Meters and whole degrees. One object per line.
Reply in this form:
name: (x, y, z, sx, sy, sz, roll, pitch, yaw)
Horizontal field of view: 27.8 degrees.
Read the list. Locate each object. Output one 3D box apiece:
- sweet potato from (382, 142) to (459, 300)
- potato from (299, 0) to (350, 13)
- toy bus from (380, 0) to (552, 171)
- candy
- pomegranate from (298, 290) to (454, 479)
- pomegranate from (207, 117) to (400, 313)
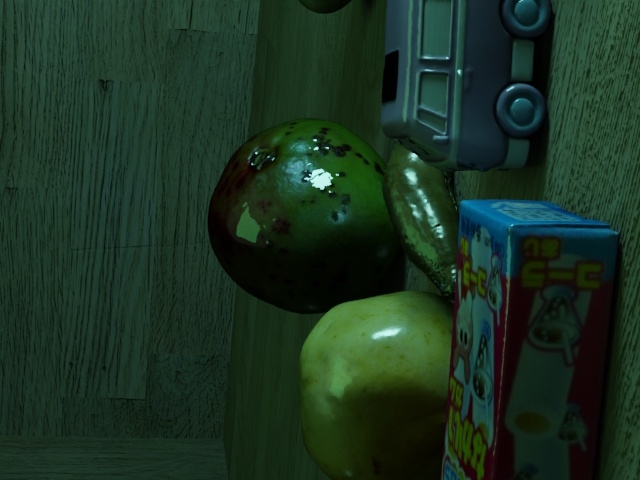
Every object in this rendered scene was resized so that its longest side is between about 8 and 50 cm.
sweet potato: (0.120, -0.052, 1.493, 0.112, 0.085, 0.286, 114, 156, -54)
potato: (0.016, -0.461, 2.043, 0.154, 0.137, 0.200, -99, 14, -52)
toy bus: (0.135, -0.168, 1.259, 0.142, 0.142, 0.202, -163, 75, -79)
candy: (0.171, 0.125, 1.114, 0.157, 0.100, 0.306, -136, 48, -76)
pomegranate: (0.082, 0.159, 1.301, 0.233, 0.233, 0.233, -178, 90, -80)
pomegranate: (0.011, -0.015, 1.795, 0.291, 0.323, 0.291, -48, 18, 22)
